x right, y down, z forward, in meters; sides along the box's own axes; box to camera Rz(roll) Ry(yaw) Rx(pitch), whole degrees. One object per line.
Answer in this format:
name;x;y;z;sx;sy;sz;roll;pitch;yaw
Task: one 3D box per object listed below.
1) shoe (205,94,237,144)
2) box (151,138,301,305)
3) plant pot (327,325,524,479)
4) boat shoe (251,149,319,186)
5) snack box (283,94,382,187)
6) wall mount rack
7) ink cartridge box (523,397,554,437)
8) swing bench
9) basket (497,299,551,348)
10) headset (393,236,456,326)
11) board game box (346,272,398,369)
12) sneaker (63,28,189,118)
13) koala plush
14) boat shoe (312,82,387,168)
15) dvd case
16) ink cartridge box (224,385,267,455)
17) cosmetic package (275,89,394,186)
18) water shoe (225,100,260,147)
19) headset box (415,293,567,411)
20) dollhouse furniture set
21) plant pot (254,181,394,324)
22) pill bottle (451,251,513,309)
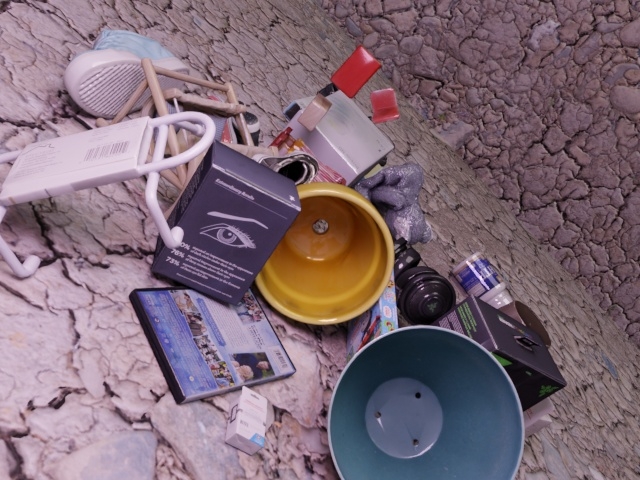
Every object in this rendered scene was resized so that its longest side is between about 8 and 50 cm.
shoe;-0.245;-0.270;1.343;0.081;0.063;0.178;21;39;-49
box;-0.149;-0.025;0.947;0.153;0.207;0.108;28;22;-22
plant pot;0.150;0.290;0.971;0.290;0.290;0.195;51;-10;8
boat shoe;-0.052;-0.129;1.167;0.070;0.078;0.219;18;17;26
snack box;0.044;-0.301;1.842;0.322;0.060;0.187;48;27;1
wall mount rack;-0.292;-0.096;0.827;0.304;0.350;0.130;-95;172;-48
ink cartridge box;0.436;0.379;1.340;0.061;0.181;0.104;26;33;-38
swing bench;-0.222;-0.170;1.122;0.255;0.165;0.253;54;24;14
basket;0.410;0.258;1.422;0.204;0.227;0.154;53;26;9
headset;0.182;0.110;1.404;0.394;0.185;0.243;35;10;-47
board game box;0.095;0.166;1.140;0.039;0.160;0.211;20;31;-8
sneaker;-0.394;-0.330;1.146;0.150;0.135;0.366;39;17;0
koala plush;0.229;-0.085;1.701;0.196;0.203;0.221;3;61;-55
boat shoe;0.119;-0.388;2.021;0.340;0.113;0.127;47;25;-2
dvd case;-0.158;0.148;0.934;0.253;0.022;0.180;3;49;-55
ink cartridge box;-0.104;0.254;0.856;0.048;0.028;0.083;37;28;-22
cosmetic package;0.042;-0.261;1.632;0.224;0.138;0.224;48;43;1
water shoe;-0.200;-0.274;1.430;0.073;0.080;0.203;-12;32;-19
headset box;0.295;0.259;1.177;0.246;0.283;0.131;30;30;-34
dollhouse furniture set;0.032;-0.234;1.371;0.201;0.374;0.152;41;22;-9
plant pot;0.000;0.000;1.158;0.254;0.254;0.239;41;12;-13
pill bottle;0.507;0.139;1.876;0.187;0.112;0.112;54;26;15
